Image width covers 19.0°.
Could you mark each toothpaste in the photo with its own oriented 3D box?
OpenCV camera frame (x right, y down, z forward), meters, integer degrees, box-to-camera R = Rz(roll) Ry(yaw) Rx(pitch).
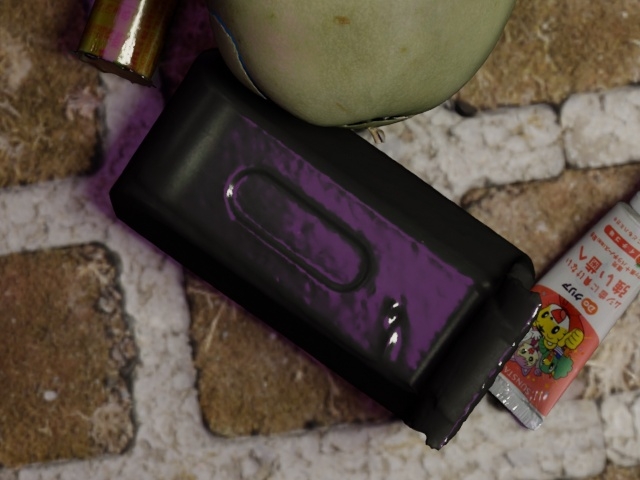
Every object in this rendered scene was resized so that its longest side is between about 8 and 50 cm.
[{"bbox_3d":[0.219,0.042,1.571,0.089,0.057,0.234,44,105,18],"label":"toothpaste"}]

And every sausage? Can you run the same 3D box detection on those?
[{"bbox_3d":[-0.115,-0.317,1.652,0.082,0.082,0.372,21,91,13],"label":"sausage"}]

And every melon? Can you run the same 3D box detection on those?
[{"bbox_3d":[0.035,-0.242,1.516,0.268,0.268,0.330,2,92,13],"label":"melon"}]

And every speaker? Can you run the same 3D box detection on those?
[{"bbox_3d":[0.000,0.000,1.549,0.388,0.184,0.180,35,94,15],"label":"speaker"}]
